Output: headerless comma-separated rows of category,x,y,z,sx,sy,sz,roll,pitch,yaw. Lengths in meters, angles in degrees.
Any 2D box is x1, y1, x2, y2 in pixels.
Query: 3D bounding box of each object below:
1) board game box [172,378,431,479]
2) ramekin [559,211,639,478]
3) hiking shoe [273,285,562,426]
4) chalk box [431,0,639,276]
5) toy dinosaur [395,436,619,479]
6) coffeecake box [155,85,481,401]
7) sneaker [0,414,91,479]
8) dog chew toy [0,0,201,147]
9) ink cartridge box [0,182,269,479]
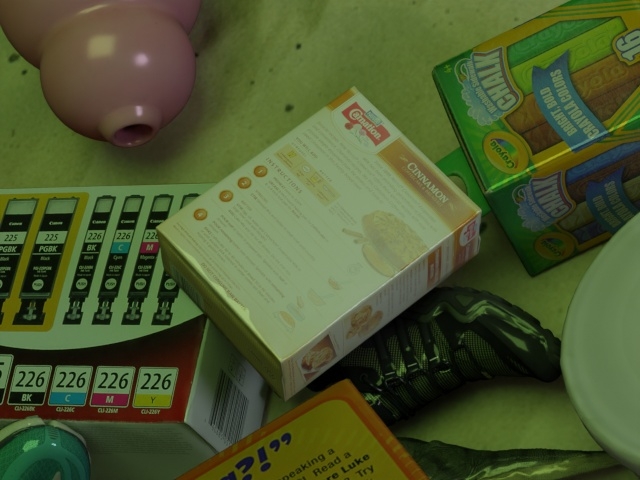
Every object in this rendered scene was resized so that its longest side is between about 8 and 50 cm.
board game box,-0.007,0.368,1.066,0.356,0.356,0.356,-30,31,-7
ramekin,0.308,0.080,1.310,0.273,0.127,0.273,-18,43,18
hiking shoe,0.075,0.095,1.457,0.227,0.086,0.114,8,69,36
chalk box,0.170,-0.075,1.479,0.213,0.132,0.132,-26,55,6
toy dinosaur,0.091,0.189,1.405,0.268,0.064,0.118,-2,55,18
coffeecake box,0.000,0.000,1.417,0.185,0.068,0.142,-36,66,-17
sneaker,-0.234,0.260,1.430,0.275,0.107,0.110,-66,28,7
dog chew toy,-0.193,-0.229,1.684,0.206,0.206,0.332,-20,65,10
ink cartridge box,-0.192,0.043,1.560,0.309,0.130,0.272,-1,60,22
